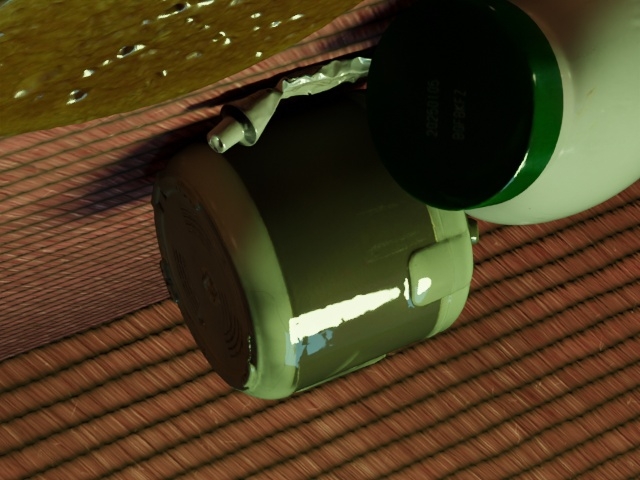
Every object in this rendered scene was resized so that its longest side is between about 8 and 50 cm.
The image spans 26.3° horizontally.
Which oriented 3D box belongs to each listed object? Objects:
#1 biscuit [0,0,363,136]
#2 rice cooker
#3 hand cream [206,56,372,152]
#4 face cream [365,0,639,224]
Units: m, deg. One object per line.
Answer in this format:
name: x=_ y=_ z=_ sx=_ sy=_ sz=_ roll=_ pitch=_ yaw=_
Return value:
biscuit: x=-0.093 y=-0.171 z=0.869 sx=0.350 sy=0.070 sz=0.394 roll=-29 pitch=173 yaw=35
rice cooker: x=0.000 y=0.000 z=1.612 sx=0.325 sy=0.335 sz=0.335 roll=-21 pitch=174 yaw=-22
hand cream: x=-0.015 y=-0.154 z=1.455 sx=0.257 sy=0.050 sz=0.084 roll=-27 pitch=179 yaw=-28
face cream: x=0.239 y=-0.153 z=1.423 sx=0.357 sy=0.219 sz=0.312 roll=-12 pitch=141 yaw=-46
